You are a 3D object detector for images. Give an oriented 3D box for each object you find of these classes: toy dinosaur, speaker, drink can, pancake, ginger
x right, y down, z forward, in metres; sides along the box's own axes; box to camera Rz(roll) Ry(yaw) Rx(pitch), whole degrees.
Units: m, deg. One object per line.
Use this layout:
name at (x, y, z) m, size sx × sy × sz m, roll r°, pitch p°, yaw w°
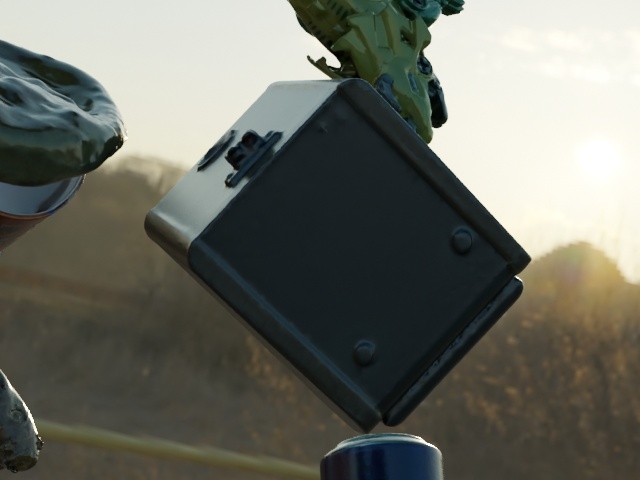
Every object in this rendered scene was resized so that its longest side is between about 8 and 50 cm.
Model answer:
toy dinosaur at (0.013, -0.191, 1.232) m, size 0.259 × 0.094 × 0.153 m, roll 45°, pitch 37°, yaw -6°
speaker at (0.000, 0.000, 1.031) m, size 0.192 × 0.153 × 0.231 m, roll 44°, pitch -5°, yaw -12°
drink can at (0.061, 0.284, 1.425) m, size 0.118 × 0.205 × 0.118 m, roll -3°, pitch -25°, yaw -1°
pancake at (-0.215, -0.101, 0.899) m, size 0.242 × 0.050 × 0.242 m, roll 20°, pitch 16°, yaw -6°
ginger at (-0.374, 0.185, 1.747) m, size 0.103 × 0.162 × 0.073 m, roll -20°, pitch 7°, yaw 42°

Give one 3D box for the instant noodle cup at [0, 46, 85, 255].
instant noodle cup at (-0.383, -0.093, 1.696) m, size 0.250 × 0.250 × 0.192 m, roll 17°, pitch -27°, yaw -40°
